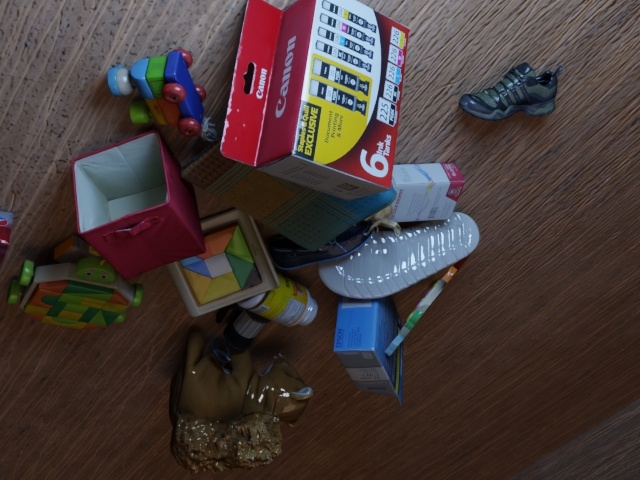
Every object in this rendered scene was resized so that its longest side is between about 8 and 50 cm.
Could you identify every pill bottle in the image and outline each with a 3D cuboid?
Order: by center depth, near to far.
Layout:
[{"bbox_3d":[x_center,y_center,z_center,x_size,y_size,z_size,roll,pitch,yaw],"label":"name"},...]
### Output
[{"bbox_3d":[-0.108,0.148,1.742,0.117,0.117,0.215,-38,136,23],"label":"pill bottle"}]

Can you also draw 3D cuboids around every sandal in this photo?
[{"bbox_3d":[0.200,0.047,1.731,0.417,0.169,0.102,-14,172,-1],"label":"sandal"}]

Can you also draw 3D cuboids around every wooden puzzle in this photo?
[{"bbox_3d":[-0.238,0.055,1.581,0.239,0.044,0.220,-18,112,5],"label":"wooden puzzle"}]

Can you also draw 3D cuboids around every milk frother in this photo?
[{"bbox_3d":[-0.210,0.238,1.791,0.129,0.143,0.134,18,131,-25],"label":"milk frother"}]

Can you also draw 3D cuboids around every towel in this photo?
[{"bbox_3d":[-0.059,-0.117,1.386,0.370,0.040,0.271,30,134,-34],"label":"towel"}]

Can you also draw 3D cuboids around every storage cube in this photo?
[{"bbox_3d":[-0.355,-0.068,1.351,0.184,0.214,0.193,-19,146,2],"label":"storage cube"}]

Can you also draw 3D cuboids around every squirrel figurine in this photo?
[{"bbox_3d":[-0.209,0.468,1.858,0.371,0.396,0.281,11,128,-17],"label":"squirrel figurine"}]

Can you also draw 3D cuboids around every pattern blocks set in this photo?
[{"bbox_3d":[0.277,0.164,1.788,0.285,0.026,0.325,-58,167,29],"label":"pattern blocks set"}]

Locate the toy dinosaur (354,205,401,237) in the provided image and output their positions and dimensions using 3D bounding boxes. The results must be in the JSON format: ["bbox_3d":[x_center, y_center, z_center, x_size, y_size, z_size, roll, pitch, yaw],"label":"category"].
[{"bbox_3d":[0.116,-0.067,1.550,0.093,0.053,0.183,-28,130,19],"label":"toy dinosaur"}]

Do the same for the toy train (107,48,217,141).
[{"bbox_3d":[-0.287,-0.237,1.276,0.144,0.105,0.248,-2,148,8],"label":"toy train"}]

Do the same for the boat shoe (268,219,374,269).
[{"bbox_3d":[0.000,0.000,1.623,0.258,0.109,0.089,-24,136,6],"label":"boat shoe"}]

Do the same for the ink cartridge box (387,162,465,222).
[{"bbox_3d":[0.230,-0.112,1.595,0.175,0.072,0.127,-3,139,-15],"label":"ink cartridge box"}]

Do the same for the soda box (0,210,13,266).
[{"bbox_3d":[-0.728,0.051,1.443,0.084,0.092,0.263,14,131,-29],"label":"soda box"}]

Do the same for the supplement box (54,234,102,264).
[{"bbox_3d":[-0.537,0.035,1.532,0.062,0.036,0.098,-32,138,19],"label":"supplement box"}]

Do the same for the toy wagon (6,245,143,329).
[{"bbox_3d":[-0.543,0.111,1.541,0.267,0.068,0.344,15,148,-29],"label":"toy wagon"}]

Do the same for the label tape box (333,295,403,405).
[{"bbox_3d":[0.142,0.268,1.847,0.115,0.249,0.347,-5,143,16],"label":"label tape box"}]

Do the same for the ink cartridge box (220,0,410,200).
[{"bbox_3d":[-0.003,-0.256,1.165,0.272,0.309,0.130,15,165,-32],"label":"ink cartridge box"}]

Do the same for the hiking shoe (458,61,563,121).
[{"bbox_3d":[0.394,-0.319,1.426,0.227,0.086,0.114,-9,126,-18],"label":"hiking shoe"}]
